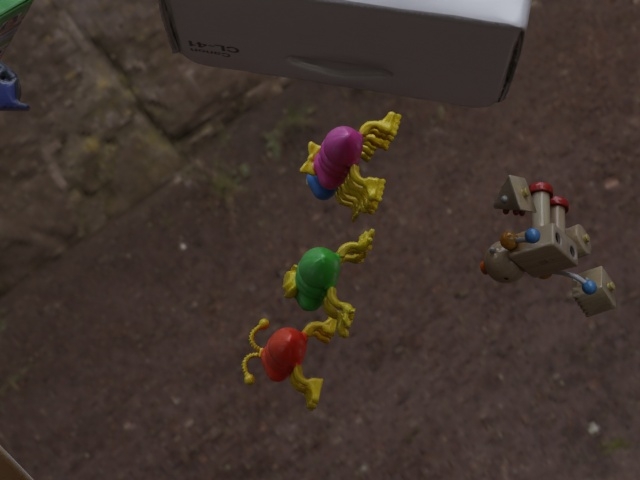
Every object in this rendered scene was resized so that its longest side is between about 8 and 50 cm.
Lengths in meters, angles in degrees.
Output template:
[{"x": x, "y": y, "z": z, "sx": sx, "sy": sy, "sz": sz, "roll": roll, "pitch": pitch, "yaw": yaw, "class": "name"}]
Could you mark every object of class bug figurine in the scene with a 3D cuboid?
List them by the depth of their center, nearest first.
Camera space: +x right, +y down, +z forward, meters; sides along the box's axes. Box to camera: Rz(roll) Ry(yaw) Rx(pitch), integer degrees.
[{"x": 0.000, "y": 0.000, "z": 1.196, "sx": 0.072, "sy": 0.216, "sz": 0.279, "roll": 16, "pitch": 66, "yaw": -6, "class": "bug figurine"}]

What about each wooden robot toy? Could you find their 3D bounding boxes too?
[{"x": 0.170, "y": 0.007, "z": 1.094, "sx": 0.079, "sy": 0.173, "sz": 0.076, "roll": -23, "pitch": 48, "yaw": 29, "class": "wooden robot toy"}]

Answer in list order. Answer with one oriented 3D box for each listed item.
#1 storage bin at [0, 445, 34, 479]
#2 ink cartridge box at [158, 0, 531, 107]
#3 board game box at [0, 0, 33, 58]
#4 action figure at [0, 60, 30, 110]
[{"x": -0.117, "y": 0.181, "z": 0.304, "sx": 0.123, "sy": 0.260, "sz": 0.262, "roll": -14, "pitch": 65, "yaw": -2, "class": "storage bin"}, {"x": 0.036, "y": -0.261, "z": 0.847, "sx": 0.226, "sy": 0.131, "sz": 0.306, "roll": 8, "pitch": 74, "yaw": 3, "class": "ink cartridge box"}, {"x": -0.301, "y": -0.025, "z": 0.670, "sx": 0.317, "sy": 0.046, "sz": 0.213, "roll": -39, "pitch": 2, "yaw": -32, "class": "board game box"}, {"x": -0.426, "y": -0.168, "z": 1.199, "sx": 0.178, "sy": 0.341, "sz": 0.330, "roll": 139, "pitch": 137, "yaw": -77, "class": "action figure"}]
